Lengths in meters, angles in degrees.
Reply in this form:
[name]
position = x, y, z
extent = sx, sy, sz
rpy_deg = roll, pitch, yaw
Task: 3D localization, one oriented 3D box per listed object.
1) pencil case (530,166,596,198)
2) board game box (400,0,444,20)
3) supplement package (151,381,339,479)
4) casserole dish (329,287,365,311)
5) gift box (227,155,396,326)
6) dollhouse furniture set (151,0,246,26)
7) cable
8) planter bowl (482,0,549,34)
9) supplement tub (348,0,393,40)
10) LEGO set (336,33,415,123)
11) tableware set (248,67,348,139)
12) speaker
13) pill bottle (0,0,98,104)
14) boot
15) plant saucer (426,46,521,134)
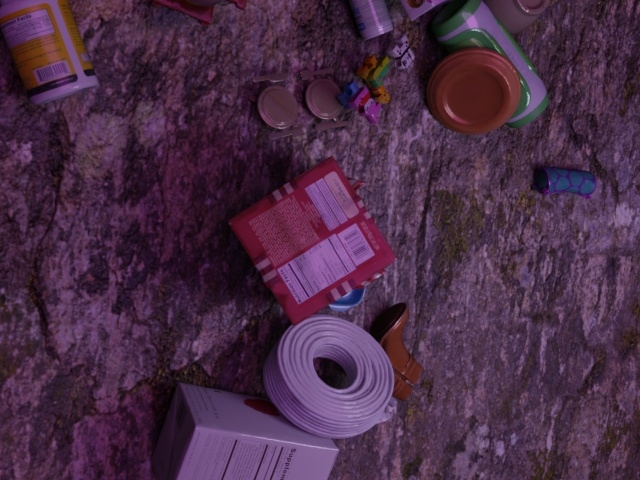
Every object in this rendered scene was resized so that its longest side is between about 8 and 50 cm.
[pencil case]
position = 0.582, -0.137, 1.768
extent = 0.151, 0.064, 0.070
rpy_deg = 1, 79, -24
[board game box]
position = 0.205, -0.627, 1.459
extent = 0.318, 0.065, 0.319
rpy_deg = -38, 101, -40
[supplement package]
position = -0.147, 0.408, 1.420
extent = 0.292, 0.177, 0.175
rpy_deg = 17, 100, -25
[casserole dish]
position = 0.044, 0.053, 1.560
extent = 0.114, 0.037, 0.189
rpy_deg = 6, 92, -24
[gift box]
position = 0.000, 0.000, 1.391
extent = 0.276, 0.258, 0.255
rpy_deg = -28, 92, -5
[dollhouse furniture set]
position = -0.309, -0.511, 1.252
extent = 0.373, 0.201, 0.152
rpy_deg = 15, 89, -25
[cable]
position = 0.019, 0.267, 1.468
extent = 0.257, 0.089, 0.257
rpy_deg = -18, 61, -39
[planter bowl]
position = 0.435, -0.539, 1.636
extent = 0.162, 0.109, 0.162
rpy_deg = -2, 96, -23
[supplement tub]
position = 0.100, -0.471, 1.513
extent = 0.071, 0.071, 0.107
rpy_deg = -25, 104, -20
[LEGO set]
position = 0.117, -0.311, 1.524
extent = 0.093, 0.087, 0.227
rpy_deg = 52, 56, -27
[tableware set]
position = -0.044, -0.271, 1.488
extent = 0.194, 0.039, 0.128
rpy_deg = -15, 90, -28
[speaker]
position = 0.371, -0.388, 1.613
extent = 0.296, 0.131, 0.131
rpy_deg = 46, 77, -21
[pill bottle]
position = -0.466, -0.344, 1.244
extent = 0.119, 0.119, 0.209
rpy_deg = -23, 104, -21
[boot]
position = 0.171, 0.245, 1.621
extent = 0.152, 0.073, 0.197
rpy_deg = 33, 94, -22
[plant saucer]
position = 0.325, -0.310, 1.578
extent = 0.200, 0.200, 0.037
rpy_deg = 46, 33, -21
